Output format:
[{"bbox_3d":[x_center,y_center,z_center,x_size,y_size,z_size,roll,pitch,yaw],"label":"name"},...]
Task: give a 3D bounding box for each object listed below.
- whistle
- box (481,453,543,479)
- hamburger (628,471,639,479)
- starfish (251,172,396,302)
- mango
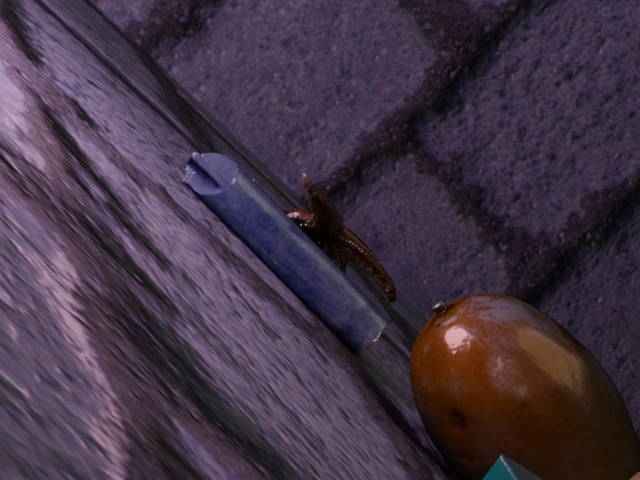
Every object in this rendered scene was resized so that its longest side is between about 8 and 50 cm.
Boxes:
[{"bbox_3d":[-0.041,0.007,1.808,0.304,0.062,0.062,45,4,-3],"label":"whistle"},{"bbox_3d":[0.204,0.283,1.194,0.153,0.092,0.245,35,7,-20],"label":"box"},{"bbox_3d":[0.361,0.350,1.473,0.294,0.179,0.276,28,-6,46],"label":"hamburger"},{"bbox_3d":[0.004,-0.005,1.853,0.213,0.057,0.238,26,-34,14],"label":"starfish"},{"bbox_3d":[0.239,0.218,1.679,0.384,0.199,0.221,57,-5,-11],"label":"mango"}]
